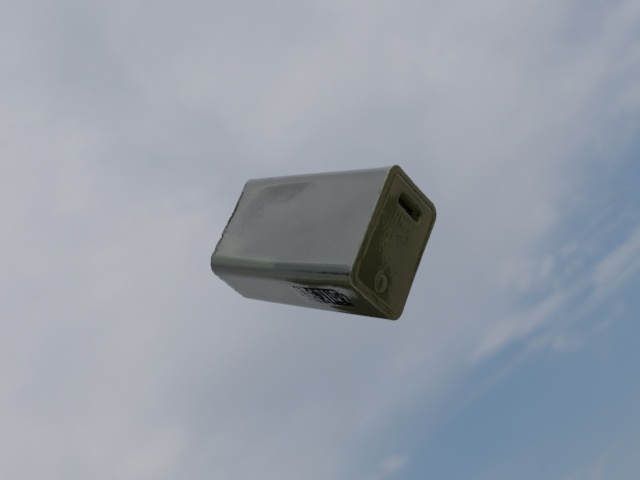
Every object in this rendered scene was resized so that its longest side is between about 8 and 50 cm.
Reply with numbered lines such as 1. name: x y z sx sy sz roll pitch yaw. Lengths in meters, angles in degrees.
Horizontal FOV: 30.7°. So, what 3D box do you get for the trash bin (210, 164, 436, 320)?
1. trash bin: 0.000 0.000 0.545 0.043 0.092 0.061 42 -118 -41
